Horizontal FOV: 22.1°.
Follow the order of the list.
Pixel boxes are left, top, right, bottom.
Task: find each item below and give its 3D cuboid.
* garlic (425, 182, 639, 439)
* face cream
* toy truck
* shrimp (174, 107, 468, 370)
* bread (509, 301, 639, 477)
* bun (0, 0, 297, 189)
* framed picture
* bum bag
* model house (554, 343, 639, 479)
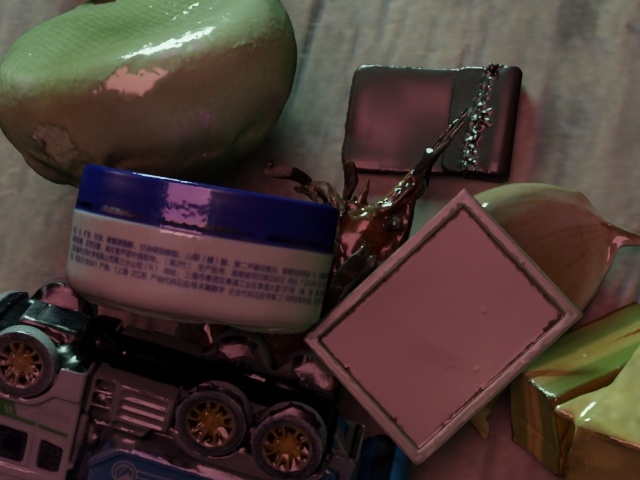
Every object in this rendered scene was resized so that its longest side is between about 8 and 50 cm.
[{"bbox_3d":[0.172,0.014,1.387,0.266,0.148,0.128,-40,31,4],"label":"garlic"},{"bbox_3d":[-0.093,0.009,1.282,0.206,0.206,0.111,9,92,17],"label":"face cream"},{"bbox_3d":[-0.111,0.161,1.323,0.367,0.146,0.175,18,108,3],"label":"toy truck"},{"bbox_3d":[0.005,0.004,1.414,0.343,0.116,0.145,-47,69,4],"label":"shrimp"},{"bbox_3d":[0.230,0.122,1.361,0.139,0.084,0.074,-24,36,-23],"label":"bread"},{"bbox_3d":[-0.145,-0.120,1.455,0.283,0.179,0.283,-15,25,7],"label":"bun"},{"bbox_3d":[0.098,0.070,1.327,0.183,0.011,0.142,-43,86,2],"label":"framed picture"},{"bbox_3d":[0.099,-0.109,1.476,0.159,0.026,0.109,3,75,16],"label":"bum bag"},{"bbox_3d":[0.359,0.177,1.223,0.321,0.261,0.266,23,53,21],"label":"model house"}]
